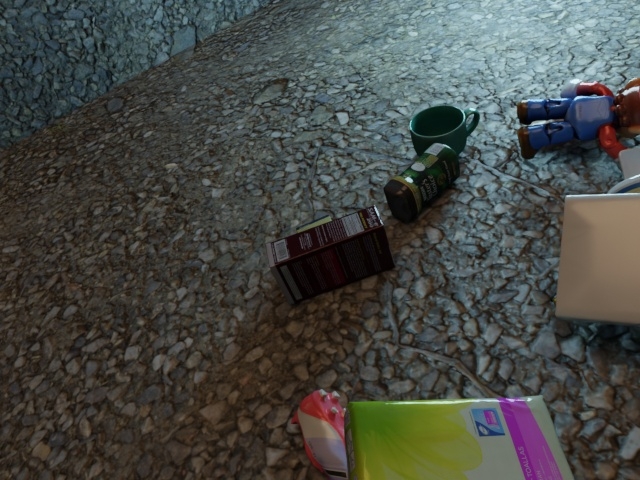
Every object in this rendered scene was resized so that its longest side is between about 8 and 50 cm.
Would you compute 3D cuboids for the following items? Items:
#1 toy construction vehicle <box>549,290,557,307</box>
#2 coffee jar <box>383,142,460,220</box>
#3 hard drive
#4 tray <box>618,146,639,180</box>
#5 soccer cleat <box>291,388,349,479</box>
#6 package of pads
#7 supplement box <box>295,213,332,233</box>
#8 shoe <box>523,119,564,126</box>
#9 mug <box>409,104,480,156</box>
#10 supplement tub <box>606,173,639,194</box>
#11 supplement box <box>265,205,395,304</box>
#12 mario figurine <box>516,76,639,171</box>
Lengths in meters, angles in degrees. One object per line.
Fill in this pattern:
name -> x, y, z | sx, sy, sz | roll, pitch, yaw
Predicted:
toy construction vehicle -> 0.465, 0.096, 0.933 | 0.098, 0.035, 0.086 | -40, 35, -21
coffee jar -> 0.226, -0.131, 1.205 | 0.184, 0.096, 0.079 | -40, 43, -17
hard drive -> 0.516, 0.029, 0.779 | 0.307, 0.040, 0.203 | 1, 73, 36
tray -> 0.720, -0.123, 1.009 | 0.270, 0.030, 0.145 | -8, 75, 15
soccer cleat -> 0.032, 0.349, 0.842 | 0.095, 0.083, 0.248 | -50, 47, 17
package of pads -> 0.186, 0.333, 0.714 | 0.296, 0.101, 0.229 | -1, 44, -3
supplement box -> 0.000, 0.000, 1.199 | 0.083, 0.056, 0.083 | -23, 43, 0
shoe -> 0.580, -0.282, 1.233 | 0.219, 0.058, 0.077 | -6, 46, 17
mug -> 0.299, -0.250, 1.290 | 0.157, 0.097, 0.129 | 2, 48, 23
supplement tub -> 0.561, 0.002, 0.888 | 0.144, 0.144, 0.200 | -5, 56, 18
supplement box -> 0.022, 0.032, 1.106 | 0.239, 0.130, 0.073 | -19, 43, 3
mario figurine -> 0.593, -0.243, 1.139 | 0.320, 0.198, 0.170 | -1, 20, 27
